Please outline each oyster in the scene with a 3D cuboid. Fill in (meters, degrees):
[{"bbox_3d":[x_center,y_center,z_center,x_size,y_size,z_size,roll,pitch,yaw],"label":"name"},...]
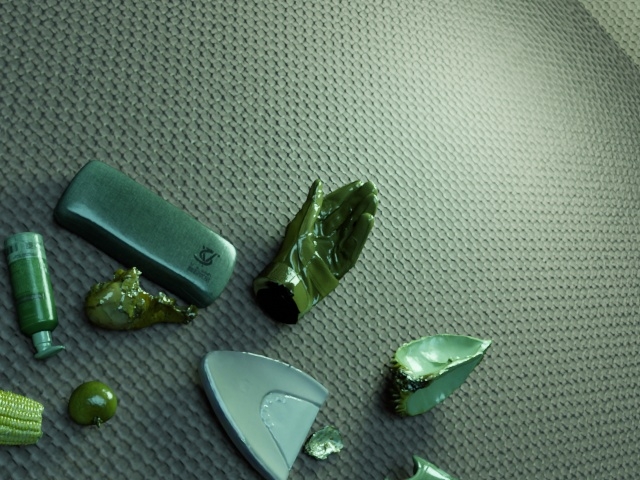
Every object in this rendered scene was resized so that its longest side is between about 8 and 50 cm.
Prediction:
[{"bbox_3d":[0.003,0.369,1.573,0.083,0.019,0.054,-14,77,-39],"label":"oyster"}]

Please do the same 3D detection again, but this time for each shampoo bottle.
[{"bbox_3d":[-0.457,0.090,1.391,0.065,0.065,0.205,-5,70,-34],"label":"shampoo bottle"}]

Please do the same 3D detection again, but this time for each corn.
[{"bbox_3d":[-0.495,0.258,1.286,0.165,0.063,0.085,16,36,-28],"label":"corn"}]

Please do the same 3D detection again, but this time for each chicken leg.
[{"bbox_3d":[-0.301,0.104,1.472,0.207,0.085,0.101,11,75,-38],"label":"chicken leg"}]

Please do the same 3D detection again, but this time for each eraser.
[{"bbox_3d":[-0.117,0.280,1.515,0.243,0.059,0.204,41,52,-13],"label":"eraser"}]

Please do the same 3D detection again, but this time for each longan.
[{"bbox_3d":[-0.357,0.262,1.361,0.075,0.075,0.083,8,35,-29],"label":"longan"}]

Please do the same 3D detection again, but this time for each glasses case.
[{"bbox_3d":[-0.303,-0.011,1.532,0.323,0.074,0.131,33,55,-15],"label":"glasses case"}]

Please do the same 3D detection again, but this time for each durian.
[{"bbox_3d":[0.220,0.248,1.695,0.252,0.139,0.144,-11,69,-35],"label":"durian"}]

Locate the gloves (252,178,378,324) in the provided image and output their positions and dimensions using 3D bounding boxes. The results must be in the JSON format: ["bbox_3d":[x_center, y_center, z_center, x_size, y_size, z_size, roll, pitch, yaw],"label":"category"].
[{"bbox_3d":[-0.003,0.010,1.673,0.154,0.141,0.331,29,61,14],"label":"gloves"}]

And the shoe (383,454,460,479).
[{"bbox_3d":[0.124,0.506,1.543,0.293,0.109,0.149,-38,50,-21],"label":"shoe"}]
